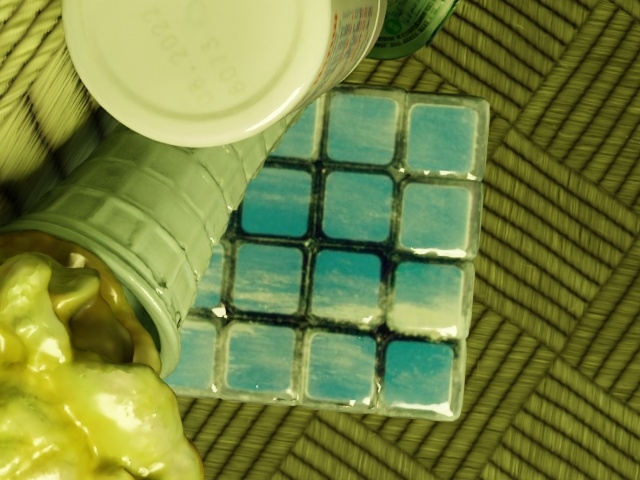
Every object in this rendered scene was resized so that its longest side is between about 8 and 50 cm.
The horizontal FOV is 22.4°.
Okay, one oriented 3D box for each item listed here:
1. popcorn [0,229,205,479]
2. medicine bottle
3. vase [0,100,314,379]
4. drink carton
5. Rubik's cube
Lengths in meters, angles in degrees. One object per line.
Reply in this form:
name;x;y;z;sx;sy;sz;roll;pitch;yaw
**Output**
popcorn;-0.171;0.125;0.906;0.259;0.212;0.259;-44;-177;3
medicine bottle;-0.035;-0.134;0.902;0.130;0.130;0.341;-55;179;13
vase;-0.087;-0.057;1.081;0.299;0.143;0.143;-58;-179;-36
drink carton;0.060;-0.263;1.484;0.144;0.146;0.142;-55;-172;27
Rubik's cube;0.000;0.001;1.332;0.253;0.259;0.256;-49;143;-88
